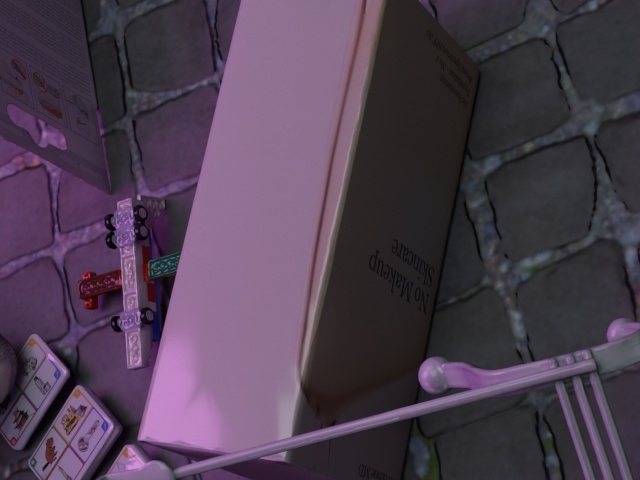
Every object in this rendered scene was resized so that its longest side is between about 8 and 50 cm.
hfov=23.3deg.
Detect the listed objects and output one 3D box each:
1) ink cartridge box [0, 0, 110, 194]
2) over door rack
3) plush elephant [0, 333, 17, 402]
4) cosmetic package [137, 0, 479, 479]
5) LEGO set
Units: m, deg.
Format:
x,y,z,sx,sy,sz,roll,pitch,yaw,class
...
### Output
x,y,z,sx,sy,sz,roll,pitch,yaw,class
-0.243,-0.151,1.174,0.056,0.181,0.224,-21,65,22,ink cartridge box
0.051,0.195,0.837,0.324,0.108,0.239,-18,91,8,over door rack
-0.414,0.152,1.079,0.272,0.330,0.255,6,80,28,plush elephant
0.000,0.000,0.997,0.113,0.160,0.309,3,75,29,cosmetic package
-0.124,0.083,1.112,0.182,0.060,0.244,42,106,33,LEGO set
